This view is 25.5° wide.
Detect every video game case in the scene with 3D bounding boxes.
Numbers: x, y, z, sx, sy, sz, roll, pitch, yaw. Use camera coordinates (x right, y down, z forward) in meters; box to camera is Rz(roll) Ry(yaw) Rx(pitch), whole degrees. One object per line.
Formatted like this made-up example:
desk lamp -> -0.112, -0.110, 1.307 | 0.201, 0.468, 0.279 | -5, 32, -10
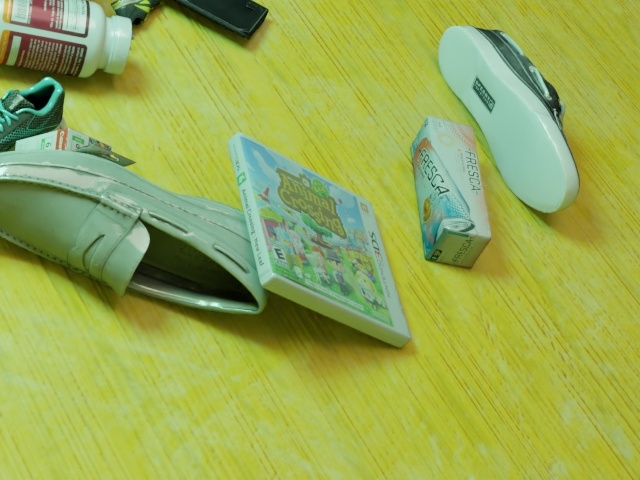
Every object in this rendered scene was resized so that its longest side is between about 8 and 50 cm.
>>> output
video game case -> 0.000, 0.000, 1.470 | 0.212, 0.023, 0.193 | 26, 37, -41

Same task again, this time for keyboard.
keyboard -> -0.152, -0.309, 1.739 | 0.180, 0.023, 0.108 | 29, 37, 0

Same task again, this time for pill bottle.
pill bottle -> -0.289, -0.226, 1.554 | 0.152, 0.086, 0.086 | 9, 47, -19

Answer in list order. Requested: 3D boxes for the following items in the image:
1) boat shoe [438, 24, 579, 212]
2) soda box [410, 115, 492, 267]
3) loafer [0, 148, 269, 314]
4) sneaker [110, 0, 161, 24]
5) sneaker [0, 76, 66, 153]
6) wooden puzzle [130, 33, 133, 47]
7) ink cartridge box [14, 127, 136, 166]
boat shoe -> 0.254, -0.157, 1.748 | 0.102, 0.108, 0.301 | -6, 47, -28
soda box -> 0.149, -0.058, 1.634 | 0.063, 0.058, 0.183 | 11, 46, -17
loafer -> -0.194, -0.004, 1.381 | 0.319, 0.112, 0.111 | 14, 38, -15
sneaker -> -0.217, -0.273, 1.676 | 0.083, 0.031, 0.035 | -28, 102, -54
sneaker -> -0.326, -0.121, 1.448 | 0.065, 0.076, 0.166 | 40, 46, 13
wooden puzzle -> -0.253, -0.235, 1.636 | 0.083, 0.006, 0.049 | -22, 63, -38
ink cartridge box -> -0.246, -0.088, 1.420 | 0.063, 0.115, 0.029 | 24, 62, -50
